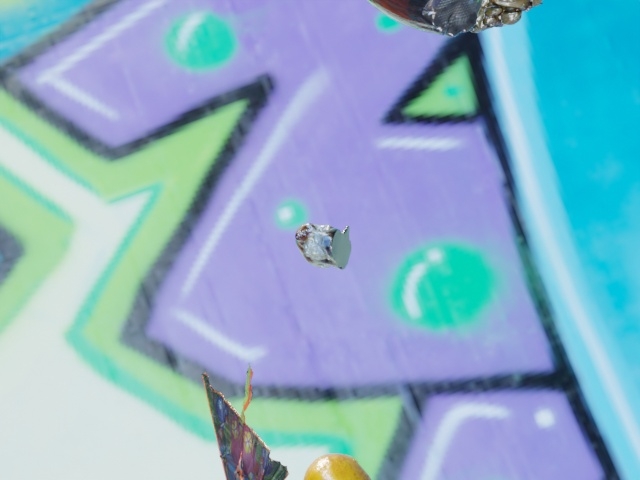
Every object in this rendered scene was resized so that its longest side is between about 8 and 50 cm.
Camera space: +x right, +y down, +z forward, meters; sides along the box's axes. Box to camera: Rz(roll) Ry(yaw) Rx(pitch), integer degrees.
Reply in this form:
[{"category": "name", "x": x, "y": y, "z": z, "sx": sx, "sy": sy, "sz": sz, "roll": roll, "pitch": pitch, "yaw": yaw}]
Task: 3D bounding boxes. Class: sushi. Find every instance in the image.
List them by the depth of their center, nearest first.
[{"category": "sushi", "x": 0.000, "y": 0.000, "z": 1.530, "sx": 0.083, "sy": 0.046, "sz": 0.044, "roll": 54, "pitch": -131, "yaw": -69}]

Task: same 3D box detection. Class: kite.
[{"category": "kite", "x": -0.068, "y": 0.176, "z": 1.358, "sx": 0.190, "sy": 0.010, "sz": 0.159, "roll": 37, "pitch": 127, "yaw": 56}]

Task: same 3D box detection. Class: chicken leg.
[{"category": "chicken leg", "x": 0.248, "y": -0.317, "z": 1.935, "sx": 0.125, "sy": 0.196, "sz": 0.080, "roll": -93, "pitch": -10, "yaw": -59}]

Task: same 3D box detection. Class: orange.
[{"category": "orange", "x": 0.018, "y": 0.262, "z": 1.635, "sx": 0.083, "sy": 0.070, "sz": 0.083, "roll": 46, "pitch": 156, "yaw": 27}]

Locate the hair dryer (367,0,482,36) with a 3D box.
[{"category": "hair dryer", "x": 0.153, "y": -0.337, "z": 1.540, "sx": 0.312, "sy": 0.340, "sz": 0.123, "roll": 58, "pitch": 152, "yaw": 37}]
